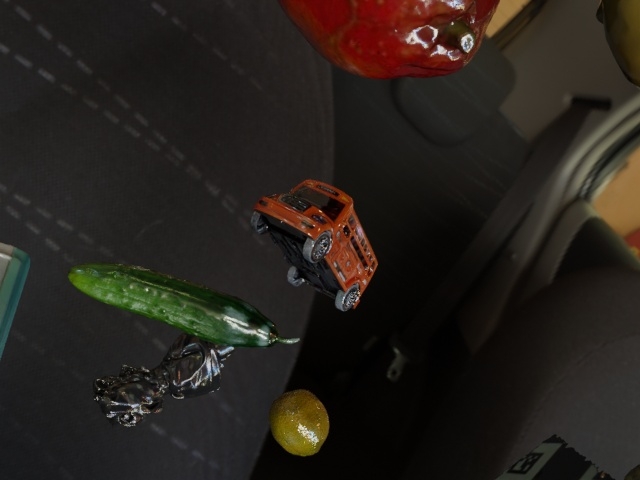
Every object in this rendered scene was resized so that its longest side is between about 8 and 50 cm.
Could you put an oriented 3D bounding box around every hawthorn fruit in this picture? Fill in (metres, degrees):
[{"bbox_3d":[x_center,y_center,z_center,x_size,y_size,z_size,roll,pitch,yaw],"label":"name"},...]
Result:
[{"bbox_3d":[0.099,-0.313,0.954,0.265,0.265,0.307,30,15,-44],"label":"hawthorn fruit"}]

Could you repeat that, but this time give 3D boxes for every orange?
[{"bbox_3d":[-0.030,0.261,1.140,0.095,0.085,0.085,68,19,7],"label":"orange"}]

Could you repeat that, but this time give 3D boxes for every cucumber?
[{"bbox_3d":[-0.141,0.068,0.835,0.250,0.056,0.056,19,16,2],"label":"cucumber"}]

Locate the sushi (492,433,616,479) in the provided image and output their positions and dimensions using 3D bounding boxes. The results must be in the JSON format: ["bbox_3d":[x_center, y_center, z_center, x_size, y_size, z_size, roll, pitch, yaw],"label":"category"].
[{"bbox_3d":[0.137,0.291,0.615,0.059,0.292,0.294,54,1,-3],"label":"sushi"}]

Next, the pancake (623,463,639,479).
[{"bbox_3d":[0.551,0.479,1.388,0.042,0.236,0.222,46,-24,-2],"label":"pancake"}]

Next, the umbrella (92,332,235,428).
[{"bbox_3d":[-0.283,0.255,1.487,0.122,0.272,0.110,59,-21,12],"label":"umbrella"}]

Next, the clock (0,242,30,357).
[{"bbox_3d":[-0.433,0.143,0.888,0.116,0.231,0.262,25,23,-21],"label":"clock"}]

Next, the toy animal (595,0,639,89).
[{"bbox_3d":[0.314,-0.163,0.559,0.281,0.195,0.169,33,-29,46],"label":"toy animal"}]

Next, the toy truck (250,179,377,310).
[{"bbox_3d":[0.000,0.000,1.128,0.107,0.114,0.253,27,-17,27],"label":"toy truck"}]
